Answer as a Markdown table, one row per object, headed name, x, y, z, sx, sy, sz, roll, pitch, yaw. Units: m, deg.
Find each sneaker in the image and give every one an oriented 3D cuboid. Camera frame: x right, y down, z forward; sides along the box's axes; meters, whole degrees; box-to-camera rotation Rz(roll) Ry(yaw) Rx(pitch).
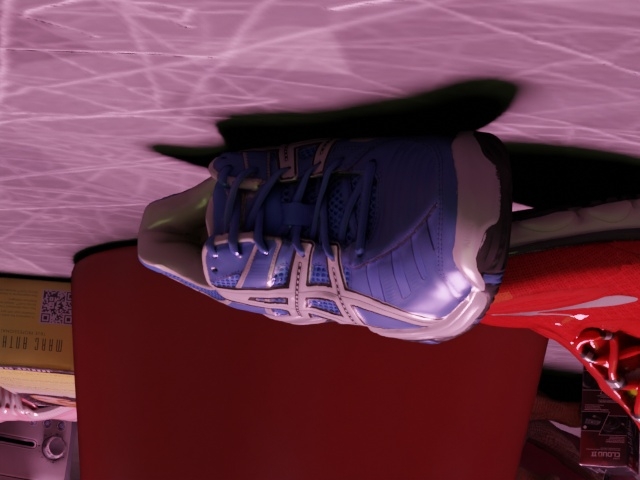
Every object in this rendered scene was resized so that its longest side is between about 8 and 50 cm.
| name | x | y | z | sx | sy | sz | roll | pitch | yaw |
| --- | --- | --- | --- | --- | --- | --- | --- | --- | --- |
| sneaker | 0.158 | 0.049 | 0.834 | 0.279 | 0.118 | 0.107 | 13 | 166 | -35 |
| sneaker | -0.257 | 0.126 | 1.621 | 0.134 | 0.051 | 0.070 | 1 | 167 | 5 |
| sneaker | 0.000 | 0.000 | 0.758 | 0.081 | 0.080 | 0.211 | 8 | 168 | -29 |

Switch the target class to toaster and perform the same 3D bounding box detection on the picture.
| name | x | y | z | sx | sy | sz | roll | pitch | yaw |
| --- | --- | --- | --- | --- | --- | --- | --- | --- | --- |
| toaster | -0.329 | 0.185 | 1.763 | 0.146 | 0.129 | 0.227 | 18 | 163 | -35 |

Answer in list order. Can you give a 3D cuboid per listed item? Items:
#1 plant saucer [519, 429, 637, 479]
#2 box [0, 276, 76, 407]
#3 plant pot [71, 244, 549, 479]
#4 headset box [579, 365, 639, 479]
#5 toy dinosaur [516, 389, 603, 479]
| name | x | y | z | sx | sy | sz | roll | pitch | yaw |
| --- | --- | --- | --- | --- | --- | --- | --- | --- | --- |
| plant saucer | 0.079 | 0.220 | 1.485 | 0.332 | 0.084 | 0.332 | 2 | -163 | -1 |
| box | -0.168 | 0.072 | 1.273 | 0.087 | 0.058 | 0.232 | 4 | 168 | 6 |
| plant pot | -0.015 | 0.144 | 1.085 | 0.275 | 0.243 | 0.275 | 5 | 168 | 1 |
| headset box | 0.188 | 0.116 | 1.260 | 0.032 | 0.083 | 0.062 | 1 | 169 | 17 |
| toy dinosaur | 0.077 | 0.144 | 1.399 | 0.295 | 0.127 | 0.200 | -6 | -171 | -43 |
